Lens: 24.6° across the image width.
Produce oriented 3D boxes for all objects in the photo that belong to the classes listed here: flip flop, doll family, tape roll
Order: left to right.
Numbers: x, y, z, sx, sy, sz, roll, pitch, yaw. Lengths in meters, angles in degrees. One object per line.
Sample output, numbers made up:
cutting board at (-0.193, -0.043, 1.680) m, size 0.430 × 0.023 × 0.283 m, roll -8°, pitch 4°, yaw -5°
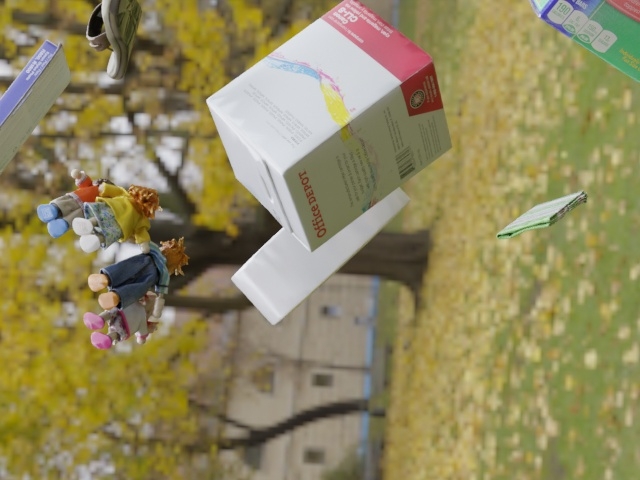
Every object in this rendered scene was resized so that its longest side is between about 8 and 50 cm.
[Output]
flip flop at (-0.348, -0.355, 2.424) m, size 0.277 × 0.080 × 0.112 m, roll 103°, pitch 180°, yaw -76°
doll family at (-0.256, 0.016, 1.997) m, size 0.163 × 0.118 × 0.263 m, roll -34°, pitch -72°, yaw -54°
tape roll at (0.000, 0.000, 2.204) m, size 0.286 × 0.100 × 0.286 m, roll -43°, pitch 0°, yaw 0°

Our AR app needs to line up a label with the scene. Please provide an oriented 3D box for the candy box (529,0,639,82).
candy box at (0.422, -0.323, 1.600) m, size 0.317 × 0.268 × 0.122 m, roll -53°, pitch 25°, yaw 22°

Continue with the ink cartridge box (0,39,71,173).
ink cartridge box at (-0.493, -0.219, 2.397) m, size 0.223 × 0.045 × 0.224 m, roll -55°, pitch 0°, yaw -11°

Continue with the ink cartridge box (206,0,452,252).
ink cartridge box at (0.009, -0.106, 1.351) m, size 0.127 × 0.176 × 0.128 m, roll 44°, pitch 164°, yaw 34°

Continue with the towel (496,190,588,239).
towel at (0.377, -0.039, 2.484) m, size 0.152 × 0.113 × 0.023 m, roll -32°, pitch -81°, yaw -50°
